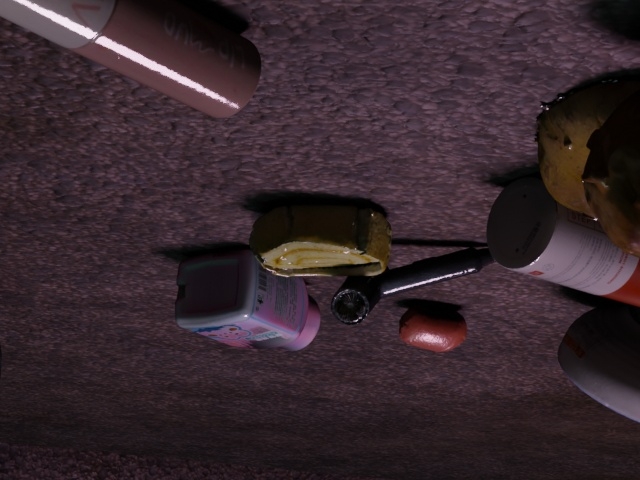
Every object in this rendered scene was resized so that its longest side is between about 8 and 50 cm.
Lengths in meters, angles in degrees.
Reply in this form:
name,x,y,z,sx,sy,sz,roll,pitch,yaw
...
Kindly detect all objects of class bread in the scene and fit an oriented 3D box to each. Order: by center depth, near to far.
name,x,y,z,sx,sy,sz,roll,pitch,yaw
bread,0.000,0.000,1.618,0.156,0.064,0.117,3,160,-3

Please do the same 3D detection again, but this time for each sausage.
name,x,y,z,sx,sy,sz,roll,pitch,yaw
sausage,0.149,0.118,1.982,0.094,0.054,0.059,11,-158,-18

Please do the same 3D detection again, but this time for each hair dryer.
name,x,y,z,sx,sy,sz,roll,pitch,yaw
hair dryer,0.117,0.041,1.689,0.195,0.050,0.173,-14,-171,15

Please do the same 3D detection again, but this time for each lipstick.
name,x,y,z,sx,sy,sz,roll,pitch,yaw
lipstick,-0.151,-0.163,1.097,0.070,0.070,0.254,-10,159,37

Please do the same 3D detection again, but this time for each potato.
name,x,y,z,sx,sy,sz,roll,pitch,yaw
potato,0.266,-0.072,1.307,0.164,0.081,0.200,8,160,-11

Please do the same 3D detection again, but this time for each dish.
name,x,y,z,sx,sy,sz,roll,pitch,yaw
dish,0.441,0.123,1.815,0.273,0.133,0.273,13,-158,-5

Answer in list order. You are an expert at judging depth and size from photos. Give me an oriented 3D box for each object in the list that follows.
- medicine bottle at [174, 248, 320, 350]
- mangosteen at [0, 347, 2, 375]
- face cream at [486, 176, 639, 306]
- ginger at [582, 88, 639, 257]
name,x,y,z,sx,sy,sz,roll,pitch,yaw
medicine bottle,-0.083,0.080,1.845,0.119,0.094,0.188,-9,159,31
mangosteen,-0.564,0.178,1.939,0.300,0.300,0.300,3,163,1
face cream,0.279,0.006,1.528,0.214,0.095,0.096,16,159,-37
ginger,0.389,-0.076,1.159,0.357,0.152,0.274,12,132,-38
